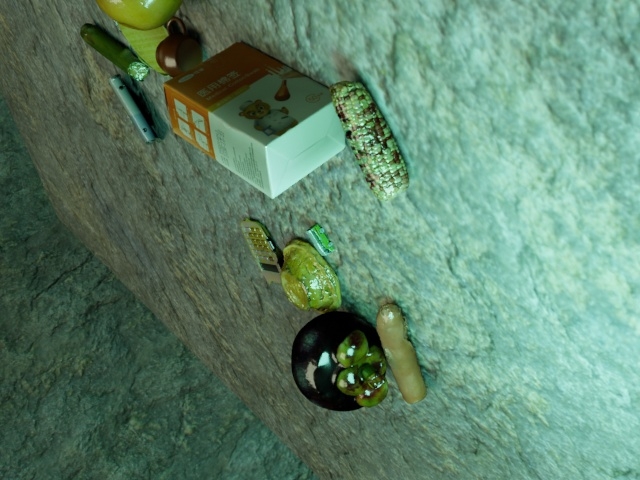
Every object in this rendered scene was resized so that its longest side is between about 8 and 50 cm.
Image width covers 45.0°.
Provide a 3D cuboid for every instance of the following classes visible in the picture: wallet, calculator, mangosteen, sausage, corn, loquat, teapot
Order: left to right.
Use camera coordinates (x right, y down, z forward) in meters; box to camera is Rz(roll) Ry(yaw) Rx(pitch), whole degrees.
[{"bbox_3d":[-0.567,-0.399,2.371,0.231,0.069,0.170,59,172,-7],"label":"wallet"},{"bbox_3d":[-0.399,-0.567,1.696,0.208,0.208,0.208,39,152,26],"label":"loquat"},{"bbox_3d":[-0.353,-0.454,1.878,0.116,0.116,0.173,21,116,48],"label":"teapot"},{"bbox_3d":[-0.166,0.031,2.302,0.157,0.033,0.237,9,129,57],"label":"calculator"},{"bbox_3d":[0.067,0.325,2.015,0.302,0.275,0.275,13,135,56],"label":"mangosteen"},{"bbox_3d":[0.096,-0.197,1.492,0.086,0.086,0.253,3,124,59],"label":"corn"},{"bbox_3d":[0.201,0.279,1.948,0.087,0.079,0.327,35,151,54],"label":"sausage"}]

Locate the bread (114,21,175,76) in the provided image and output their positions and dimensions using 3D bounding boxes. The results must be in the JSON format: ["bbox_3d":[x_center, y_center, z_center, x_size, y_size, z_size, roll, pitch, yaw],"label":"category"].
[{"bbox_3d":[-0.453,-0.558,1.996,0.301,0.045,0.301,41,155,24],"label":"bread"}]

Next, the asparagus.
[{"bbox_3d":[-0.602,-0.548,2.242,0.277,0.060,0.067,37,141,28],"label":"asparagus"}]

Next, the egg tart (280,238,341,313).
[{"bbox_3d":[-0.038,0.111,2.109,0.241,0.106,0.241,41,151,29],"label":"egg tart"}]

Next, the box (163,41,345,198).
[{"bbox_3d":[-0.142,-0.267,1.638,0.341,0.225,0.143,34,147,32],"label":"box"}]

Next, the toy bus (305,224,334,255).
[{"bbox_3d":[0.000,0.000,1.967,0.083,0.037,0.031,57,155,-13],"label":"toy bus"}]

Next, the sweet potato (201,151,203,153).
[{"bbox_3d":[-0.211,-0.240,1.994,0.226,0.068,0.068,11,136,30],"label":"sweet potato"}]
